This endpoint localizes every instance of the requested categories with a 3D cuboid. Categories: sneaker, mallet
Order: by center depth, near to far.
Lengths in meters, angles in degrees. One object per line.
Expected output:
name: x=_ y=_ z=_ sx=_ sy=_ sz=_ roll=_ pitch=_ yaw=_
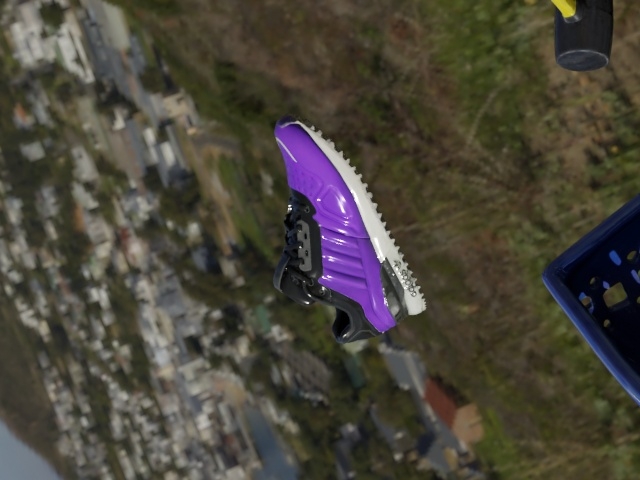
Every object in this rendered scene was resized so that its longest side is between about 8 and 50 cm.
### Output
mallet: x=0.135 y=-0.174 z=0.757 sx=0.189 sy=0.039 sz=0.062 roll=35 pitch=-123 yaw=-47
sneaker: x=0.000 y=0.000 z=1.408 sx=0.293 sy=0.146 sz=0.102 roll=60 pitch=176 yaw=-20

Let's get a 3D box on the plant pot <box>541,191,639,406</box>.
plant pot: x=0.402 y=0.084 z=1.236 sx=0.212 sy=0.236 sz=0.236 roll=48 pitch=-173 yaw=-38
